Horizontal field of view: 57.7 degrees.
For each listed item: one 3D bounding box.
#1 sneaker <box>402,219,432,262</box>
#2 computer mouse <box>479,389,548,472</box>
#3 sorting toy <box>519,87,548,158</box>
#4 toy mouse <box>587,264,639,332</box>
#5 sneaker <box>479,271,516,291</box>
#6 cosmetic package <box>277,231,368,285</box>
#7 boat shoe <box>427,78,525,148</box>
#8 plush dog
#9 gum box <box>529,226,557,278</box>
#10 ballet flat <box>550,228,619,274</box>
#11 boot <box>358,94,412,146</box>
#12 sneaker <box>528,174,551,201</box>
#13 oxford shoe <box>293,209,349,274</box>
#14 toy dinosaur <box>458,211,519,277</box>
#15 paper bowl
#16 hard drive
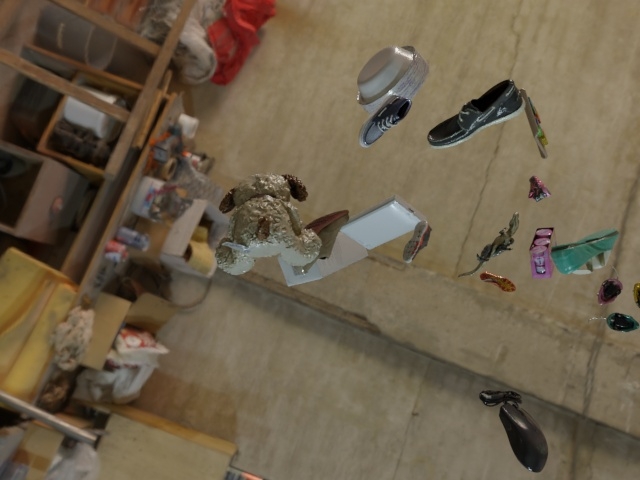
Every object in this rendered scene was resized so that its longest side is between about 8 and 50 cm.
[{"bbox_3d":[0.332,0.012,1.931,0.061,0.064,0.158,13,-109,56],"label":"sneaker"},{"bbox_3d":[0.618,0.570,1.789,0.072,0.188,0.272,-53,-140,34],"label":"computer mouse"},{"bbox_3d":[0.744,-0.404,2.008,0.208,0.038,0.193,31,46,-57],"label":"sorting toy"},{"bbox_3d":[0.627,0.137,1.229,0.143,0.161,0.031,-33,176,9],"label":"toy mouse"},{"bbox_3d":[0.842,0.189,2.748,0.067,0.175,0.064,-20,135,-65],"label":"sneaker"},{"bbox_3d":[0.019,0.069,2.633,0.217,0.156,0.385,-17,-176,37],"label":"cosmetic package"},{"bbox_3d":[0.347,-0.292,1.343,0.233,0.079,0.084,-25,-134,23],"label":"boat shoe"},{"bbox_3d":[-0.140,-0.066,1.391,0.211,0.262,0.226,83,-3,-56],"label":"plush dog"},{"bbox_3d":[0.763,0.043,1.986,0.188,0.062,0.107,-45,124,-51],"label":"gum box"},{"bbox_3d":[0.646,0.034,1.409,0.083,0.247,0.087,-17,-93,56],"label":"ballet flat"},{"bbox_3d":[0.194,-0.359,1.752,0.190,0.069,0.086,-56,-145,-3],"label":"boot"},{"bbox_3d":[0.623,-0.148,1.689,0.057,0.047,0.119,-42,-162,19],"label":"sneaker"},{"bbox_3d":[0.000,0.000,2.063,0.123,0.130,0.348,-14,-162,48],"label":"oxford shoe"},{"bbox_3d":[0.520,0.030,1.755,0.268,0.064,0.118,-47,173,12],"label":"toy dinosaur"},{"bbox_3d":[0.250,-0.603,2.154,0.284,0.148,0.284,-37,-150,25],"label":"paper bowl"},{"bbox_3d":[0.252,-0.069,2.384,0.307,0.203,0.040,-27,-136,39],"label":"hard drive"}]
